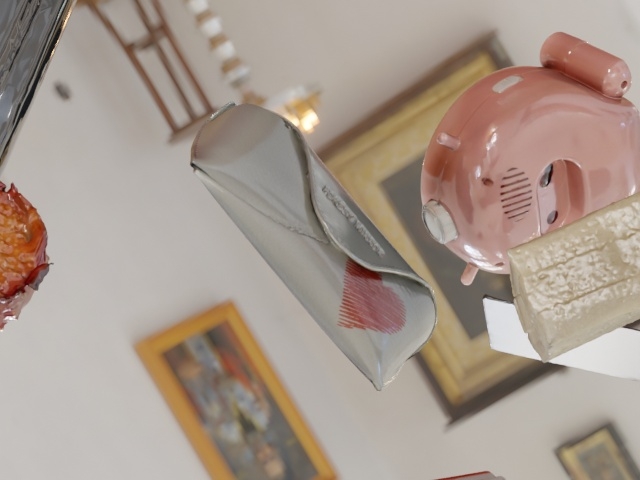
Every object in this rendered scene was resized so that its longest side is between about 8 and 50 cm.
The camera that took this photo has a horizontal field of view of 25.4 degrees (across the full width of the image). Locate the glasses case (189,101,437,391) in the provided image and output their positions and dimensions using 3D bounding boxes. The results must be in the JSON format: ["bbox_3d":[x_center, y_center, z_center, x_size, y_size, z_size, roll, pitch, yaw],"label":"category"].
[{"bbox_3d":[-0.001,0.001,1.328,0.083,0.308,0.128,-37,-172,25],"label":"glasses case"}]

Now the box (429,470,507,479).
[{"bbox_3d":[0.153,0.270,1.103,0.123,0.229,0.050,0,121,-37],"label":"box"}]

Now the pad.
[{"bbox_3d":[0.259,0.096,1.191,0.170,0.245,0.006,62,42,-69],"label":"pad"}]

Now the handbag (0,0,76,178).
[{"bbox_3d":[-0.249,-0.071,0.519,0.302,0.275,0.178,-66,-161,2],"label":"handbag"}]

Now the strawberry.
[{"bbox_3d":[-0.274,0.007,1.062,0.145,0.145,0.086,-29,169,-41],"label":"strawberry"}]

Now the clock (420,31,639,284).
[{"bbox_3d":[0.217,-0.065,1.486,0.241,0.227,0.142,-29,-140,-20],"label":"clock"}]

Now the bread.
[{"bbox_3d":[0.201,0.018,0.951,0.152,0.077,0.105,-21,168,6],"label":"bread"}]
